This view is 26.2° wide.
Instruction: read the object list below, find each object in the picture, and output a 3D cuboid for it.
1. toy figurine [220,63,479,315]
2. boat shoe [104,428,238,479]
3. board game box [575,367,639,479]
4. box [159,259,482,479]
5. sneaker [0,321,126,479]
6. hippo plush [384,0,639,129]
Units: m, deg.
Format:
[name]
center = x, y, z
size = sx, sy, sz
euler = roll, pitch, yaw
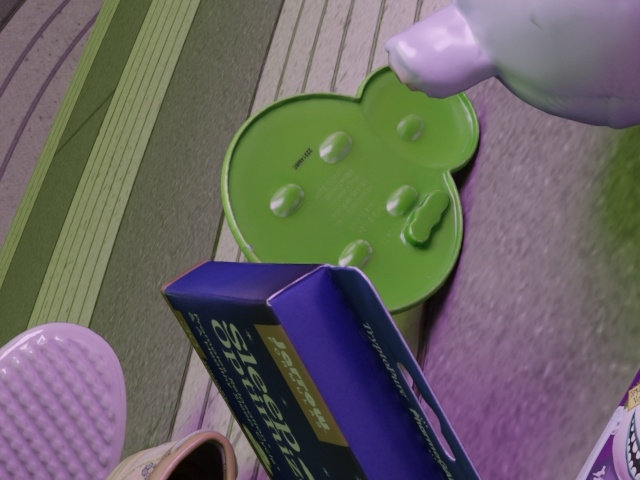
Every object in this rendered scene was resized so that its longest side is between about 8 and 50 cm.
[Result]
[toy figurine]
center = 0.000, 0.000, 0.770
size = 0.173, 0.130, 0.159
euler = -51, -2, -33
[boat shoe]
center = -0.119, 0.237, 0.772
size = 0.089, 0.105, 0.285
euler = -43, 27, 55
[board game box]
center = 0.167, 0.072, 0.282
size = 0.208, 0.056, 0.347
euler = -59, 18, 7
[box]
center = -0.003, 0.074, 0.620
size = 0.036, 0.136, 0.225
euler = -32, 10, -18
[sneaker]
center = -0.258, 0.215, 0.995
size = 0.366, 0.135, 0.150
euler = -63, 21, 2
[hippo plush]
center = 0.135, -0.158, 0.472
size = 0.294, 0.234, 0.236
euler = 6, -101, -80
